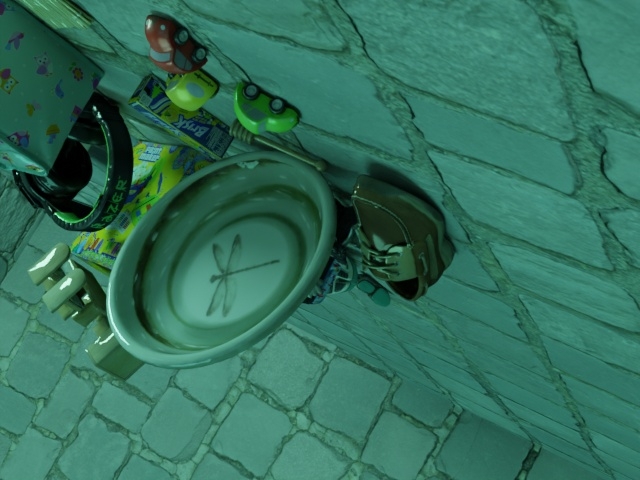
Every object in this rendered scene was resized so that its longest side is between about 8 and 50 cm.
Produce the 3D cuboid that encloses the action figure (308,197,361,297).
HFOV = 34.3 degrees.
[{"bbox_3d":[0.000,0.000,1.749,0.141,0.164,0.275,56,168,-24],"label":"action figure"}]

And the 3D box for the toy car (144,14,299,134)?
[{"bbox_3d":[-0.137,-0.202,1.429,0.225,0.053,0.239,29,170,7],"label":"toy car"}]

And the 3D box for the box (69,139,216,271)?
[{"bbox_3d":[-0.317,-0.033,2.077,0.177,0.279,0.290,37,168,-32],"label":"box"}]

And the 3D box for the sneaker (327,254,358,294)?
[{"bbox_3d":[0.025,0.059,2.175,0.109,0.107,0.275,13,180,-20],"label":"sneaker"}]

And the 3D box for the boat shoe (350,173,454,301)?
[{"bbox_3d":[0.118,0.008,1.556,0.123,0.116,0.324,23,168,31],"label":"boat shoe"}]

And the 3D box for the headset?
[{"bbox_3d":[-0.501,-0.189,1.961,0.185,0.243,0.394,5,-143,-47],"label":"headset"}]

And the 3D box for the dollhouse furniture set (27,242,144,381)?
[{"bbox_3d":[-0.384,0.114,1.937,0.242,0.161,0.212,50,-178,34],"label":"dollhouse furniture set"}]

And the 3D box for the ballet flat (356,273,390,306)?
[{"bbox_3d":[0.112,0.104,2.256,0.041,0.041,0.114,18,164,48],"label":"ballet flat"}]

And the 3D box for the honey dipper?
[{"bbox_3d":[-0.062,-0.144,1.584,0.160,0.031,0.030,23,169,9],"label":"honey dipper"}]

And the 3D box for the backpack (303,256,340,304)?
[{"bbox_3d":[-0.054,0.025,2.014,0.116,0.158,0.173,15,-164,-42],"label":"backpack"}]

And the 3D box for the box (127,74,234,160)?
[{"bbox_3d":[-0.224,-0.197,1.680,0.169,0.054,0.059,35,168,-22],"label":"box"}]

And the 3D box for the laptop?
[{"bbox_3d":[-0.622,-0.187,2.538,0.382,0.236,0.408,144,111,-78],"label":"laptop"}]

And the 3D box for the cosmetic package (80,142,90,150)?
[{"bbox_3d":[-0.583,-0.268,2.182,0.239,0.099,0.060,27,170,10],"label":"cosmetic package"}]

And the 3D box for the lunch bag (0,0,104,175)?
[{"bbox_3d":[-0.528,-0.264,1.711,0.160,0.223,0.262,10,158,41],"label":"lunch bag"}]

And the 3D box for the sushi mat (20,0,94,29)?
[{"bbox_3d":[-0.480,-0.405,1.490,0.316,0.019,0.151,36,168,-33],"label":"sushi mat"}]

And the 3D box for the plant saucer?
[{"bbox_3d":[-0.140,0.041,1.607,0.400,0.400,0.100,20,157,42],"label":"plant saucer"}]
